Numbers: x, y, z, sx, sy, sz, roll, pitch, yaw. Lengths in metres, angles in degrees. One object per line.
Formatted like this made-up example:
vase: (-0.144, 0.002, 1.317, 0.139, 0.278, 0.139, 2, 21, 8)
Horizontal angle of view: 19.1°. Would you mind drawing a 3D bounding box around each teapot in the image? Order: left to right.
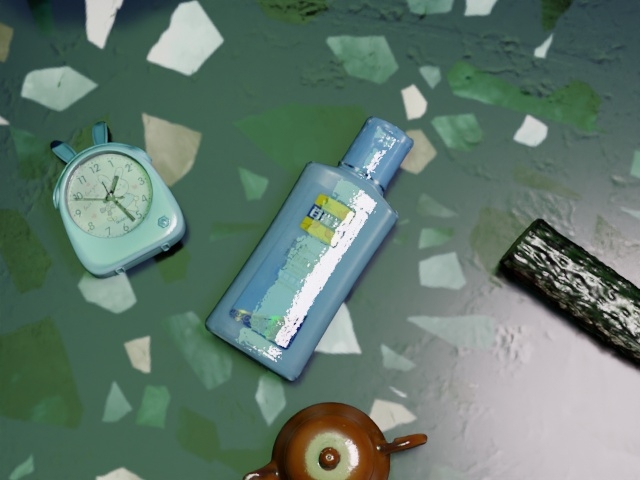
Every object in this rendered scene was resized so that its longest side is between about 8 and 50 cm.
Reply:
teapot: (0.014, 0.200, 1.737, 0.173, 0.116, 0.116, -13, 81, -1)

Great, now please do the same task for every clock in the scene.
clock: (-0.202, -0.046, 1.816, 0.108, 0.045, 0.147, -27, 80, -4)

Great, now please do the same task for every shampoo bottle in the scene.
shampoo bottle: (0.000, 0.000, 1.794, 0.104, 0.061, 0.258, 32, 83, 5)

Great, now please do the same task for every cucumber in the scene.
cucumber: (0.302, 0.082, 1.772, 0.293, 0.067, 0.067, 35, 83, 5)
